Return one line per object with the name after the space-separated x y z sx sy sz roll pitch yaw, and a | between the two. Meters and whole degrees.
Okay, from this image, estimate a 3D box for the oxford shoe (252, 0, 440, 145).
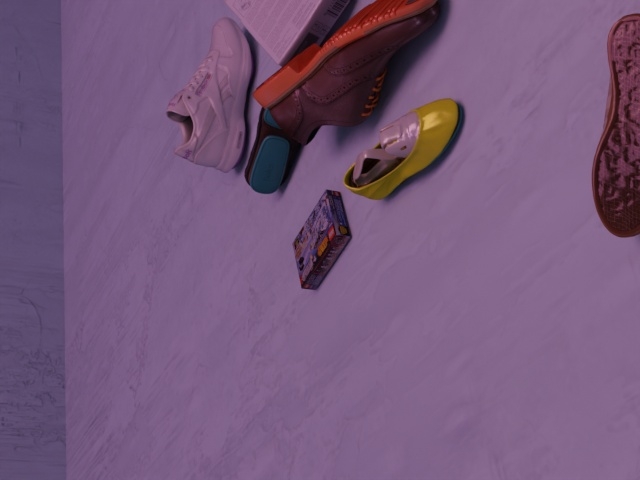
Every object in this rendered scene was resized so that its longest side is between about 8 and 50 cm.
0.058 -0.252 1.653 0.363 0.133 0.130 -26 16 48 | oxford shoe

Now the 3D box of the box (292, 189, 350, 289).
0.000 0.000 1.769 0.137 0.027 0.094 123 146 -42 | box

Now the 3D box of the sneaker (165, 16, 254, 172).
-0.211 -0.287 2.148 0.114 0.152 0.305 154 122 -63 | sneaker

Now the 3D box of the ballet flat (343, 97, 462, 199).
0.102 -0.121 1.533 0.231 0.077 0.077 -43 45 53 | ballet flat

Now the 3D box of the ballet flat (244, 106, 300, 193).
-0.064 -0.201 1.893 0.096 0.095 0.280 -90 24 -44 | ballet flat

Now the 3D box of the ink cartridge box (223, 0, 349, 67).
-0.051 -0.412 1.858 0.189 0.066 0.232 -54 43 19 | ink cartridge box

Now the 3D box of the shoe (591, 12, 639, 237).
0.317 -0.111 1.121 0.076 0.058 0.219 5 92 34 | shoe
